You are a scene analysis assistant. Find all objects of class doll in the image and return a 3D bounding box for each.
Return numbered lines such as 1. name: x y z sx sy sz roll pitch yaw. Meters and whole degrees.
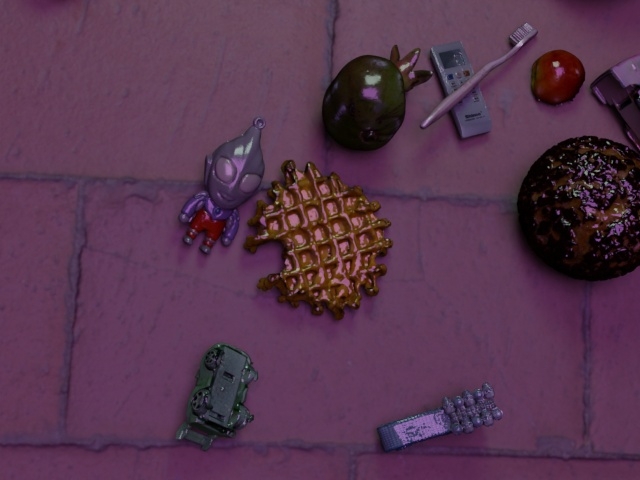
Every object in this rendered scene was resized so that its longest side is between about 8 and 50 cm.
1. doll: -0.141 -0.089 1.880 0.102 0.075 0.227 31 85 -22

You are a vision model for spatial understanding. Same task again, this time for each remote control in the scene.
1. remote control: 0.230 -0.248 2.010 0.061 0.029 0.162 -14 78 -22

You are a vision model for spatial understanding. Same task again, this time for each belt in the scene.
1. belt: 0.179 0.278 1.861 0.179 0.100 0.065 -18 79 -12

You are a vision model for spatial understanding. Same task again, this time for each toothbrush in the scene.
1. toothbrush: 0.258 -0.272 1.996 0.029 0.025 0.307 45 62 7

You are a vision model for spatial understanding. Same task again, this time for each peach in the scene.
1. peach: 0.401 -0.276 2.034 0.098 0.061 0.098 2 72 -8

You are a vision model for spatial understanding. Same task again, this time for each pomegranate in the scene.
1. pomegranate: 0.091 -0.229 1.926 0.131 0.152 0.191 47 53 6

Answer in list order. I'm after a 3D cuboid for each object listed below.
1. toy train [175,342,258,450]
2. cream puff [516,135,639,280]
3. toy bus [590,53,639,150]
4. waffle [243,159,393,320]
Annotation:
1. toy train: -0.155 0.230 1.810 0.099 0.081 0.149 29 60 -38
2. cream puff: 0.437 -0.054 1.944 0.239 0.165 0.239 2 78 -9
3. toy bus: 0.578 -0.187 2.040 0.112 0.090 0.274 -36 88 -23
4. waffle: 0.000 0.000 1.903 0.232 0.051 0.228 25 72 -7
